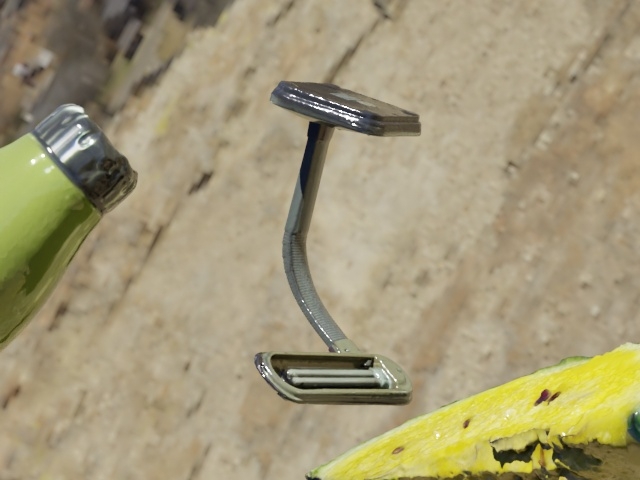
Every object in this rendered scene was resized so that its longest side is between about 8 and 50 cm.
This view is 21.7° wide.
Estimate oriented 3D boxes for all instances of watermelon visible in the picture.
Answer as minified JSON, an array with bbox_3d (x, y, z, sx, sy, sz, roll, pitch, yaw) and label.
[{"bbox_3d":[0.117,0.125,0.985,0.301,0.129,0.123,-21,66,50],"label":"watermelon"}]

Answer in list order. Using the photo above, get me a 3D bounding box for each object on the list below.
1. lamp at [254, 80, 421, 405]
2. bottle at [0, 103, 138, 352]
[{"bbox_3d":[-0.006,0.002,1.431,0.124,0.203,0.283,3,92,28],"label":"lamp"},{"bbox_3d":[-0.228,0.023,1.023,0.260,0.112,0.112,-42,28,-6],"label":"bottle"}]
